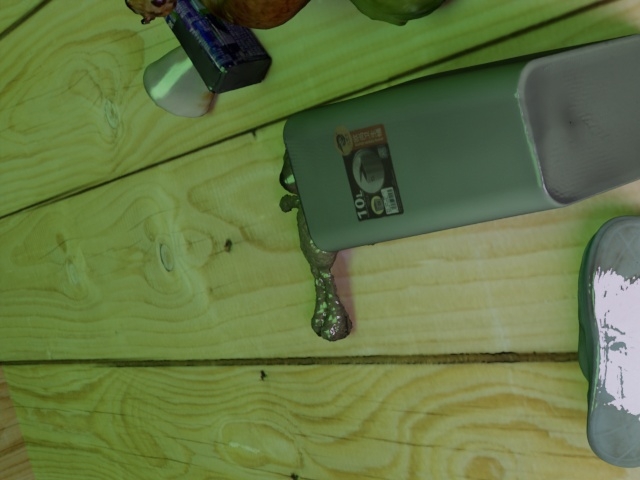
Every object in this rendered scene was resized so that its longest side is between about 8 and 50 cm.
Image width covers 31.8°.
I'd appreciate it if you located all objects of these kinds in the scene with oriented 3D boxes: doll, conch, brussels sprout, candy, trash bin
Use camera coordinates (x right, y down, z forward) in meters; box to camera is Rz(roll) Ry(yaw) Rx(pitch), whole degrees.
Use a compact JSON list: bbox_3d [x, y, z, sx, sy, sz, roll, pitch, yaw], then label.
[{"bbox_3d":[-0.007,-0.009,1.547,0.286,0.091,0.203,97,152,-48],"label":"doll"},{"bbox_3d":[-0.204,-0.252,1.731,0.176,0.094,0.105,-32,63,29],"label":"conch"},{"bbox_3d":[0.071,-0.314,1.244,0.151,0.122,0.149,37,130,40],"label":"brussels sprout"},{"bbox_3d":[-0.188,-0.345,1.633,0.312,0.088,0.061,56,142,22],"label":"candy"},{"bbox_3d":[0.153,-0.102,1.139,0.343,0.222,0.158,-10,96,55],"label":"trash bin"}]

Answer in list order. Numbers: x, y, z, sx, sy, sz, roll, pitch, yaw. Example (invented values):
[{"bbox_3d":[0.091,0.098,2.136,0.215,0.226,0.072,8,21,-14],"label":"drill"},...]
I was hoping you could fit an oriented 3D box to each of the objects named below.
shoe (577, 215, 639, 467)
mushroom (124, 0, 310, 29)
[{"bbox_3d":[0.308,0.098,1.133,0.100,0.103,0.251,-35,-54,-81],"label":"shoe"},{"bbox_3d":[-0.119,-0.390,1.322,0.345,0.259,0.346,166,90,-77],"label":"mushroom"}]
